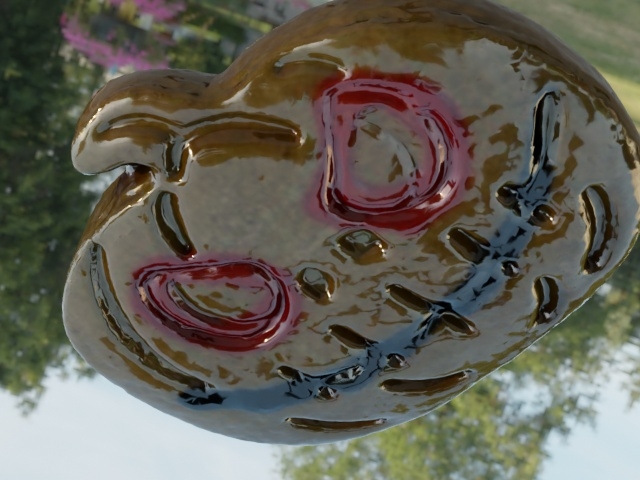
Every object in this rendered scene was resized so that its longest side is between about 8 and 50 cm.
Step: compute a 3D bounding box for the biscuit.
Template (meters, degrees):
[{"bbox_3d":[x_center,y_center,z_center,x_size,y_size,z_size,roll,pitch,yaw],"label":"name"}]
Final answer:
[{"bbox_3d":[0.000,0.001,0.680,0.314,0.367,0.063,31,-144,-29],"label":"biscuit"}]
